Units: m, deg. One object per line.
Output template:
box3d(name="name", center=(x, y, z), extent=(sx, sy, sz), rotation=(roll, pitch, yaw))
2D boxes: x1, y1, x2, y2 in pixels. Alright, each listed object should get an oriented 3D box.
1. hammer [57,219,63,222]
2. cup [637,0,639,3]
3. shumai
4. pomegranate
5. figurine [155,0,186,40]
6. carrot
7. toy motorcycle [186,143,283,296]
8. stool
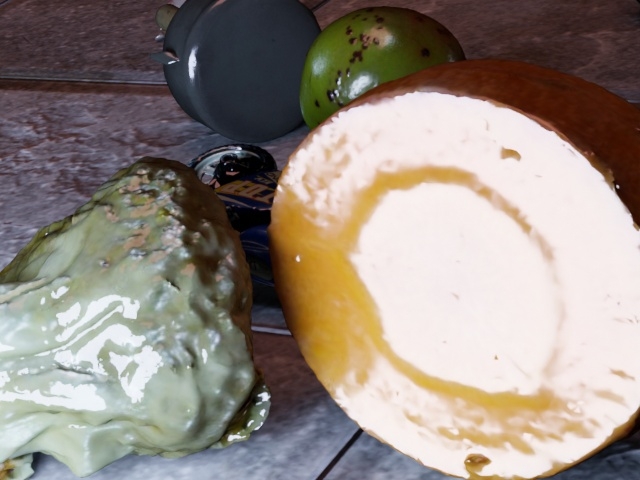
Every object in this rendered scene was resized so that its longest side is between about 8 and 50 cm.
box3d(name="hammer", center=(-0.198, -0.011, 1.501), extent=(0.110, 0.019, 0.035), rotation=(5, 27, 39))
box3d(name="cup", center=(0.438, -0.322, 1.803), extent=(0.223, 0.169, 0.176), rotation=(36, 46, 16))
box3d(name="shumai", center=(-0.170, 0.057, 1.133), extent=(0.218, 0.189, 0.256), rotation=(-19, 21, -24))
box3d(name="pomegranate", center=(0.058, -0.124, 1.516), extent=(0.159, 0.159, 0.205), rotation=(-1, 52, 17))
box3d(name="figurine", center=(-0.106, -0.297, 2.019), extent=(0.205, 0.103, 0.260), rotation=(-43, 23, 14))
box3d(name="carrot", center=(0.097, 0.015, 1.054), extent=(0.307, 0.258, 0.100), rotation=(15, 17, 29))
box3d(name="toy motorcycle", center=(0.000, 0.000, 1.300), extent=(0.315, 0.113, 0.169), rotation=(16, 44, 29))
box3d(name="stool", center=(-0.067, -0.177, 1.685), extent=(0.228, 0.153, 0.139), rotation=(27, 3, -30))
